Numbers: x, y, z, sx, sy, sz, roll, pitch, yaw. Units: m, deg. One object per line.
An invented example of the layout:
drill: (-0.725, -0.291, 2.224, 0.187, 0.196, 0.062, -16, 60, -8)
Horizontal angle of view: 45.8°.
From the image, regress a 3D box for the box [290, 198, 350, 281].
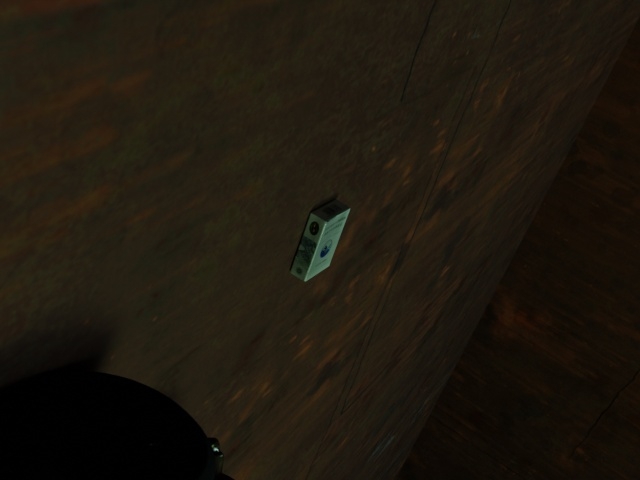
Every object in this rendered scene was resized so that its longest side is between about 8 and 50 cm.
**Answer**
box: (0.000, 0.000, 0.842, 0.054, 0.024, 0.083, -33, 149, -53)

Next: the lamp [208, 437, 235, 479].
lamp: (-0.149, 0.316, 0.724, 0.180, 0.180, 0.258, 44, 52, -70)

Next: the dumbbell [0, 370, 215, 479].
dumbbell: (-0.185, 0.221, 0.552, 0.218, 0.152, 0.152, -64, 160, 16)
